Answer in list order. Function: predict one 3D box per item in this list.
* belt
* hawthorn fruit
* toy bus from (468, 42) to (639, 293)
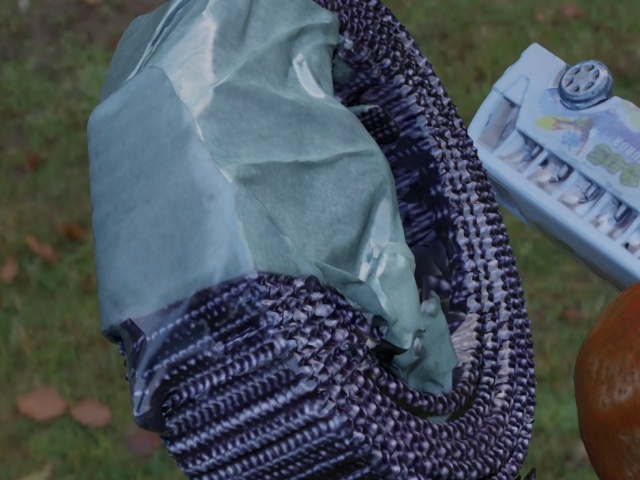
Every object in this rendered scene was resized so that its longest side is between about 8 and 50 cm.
[{"bbox_3d":[0.000,0.000,0.900,0.122,0.260,0.324,-27,56,30],"label":"belt"},{"bbox_3d":[0.261,0.097,1.193,0.169,0.188,0.169,11,66,-25],"label":"hawthorn fruit"},{"bbox_3d":[0.252,-0.039,1.471,0.136,0.109,0.330,-44,44,-5],"label":"toy bus"}]
